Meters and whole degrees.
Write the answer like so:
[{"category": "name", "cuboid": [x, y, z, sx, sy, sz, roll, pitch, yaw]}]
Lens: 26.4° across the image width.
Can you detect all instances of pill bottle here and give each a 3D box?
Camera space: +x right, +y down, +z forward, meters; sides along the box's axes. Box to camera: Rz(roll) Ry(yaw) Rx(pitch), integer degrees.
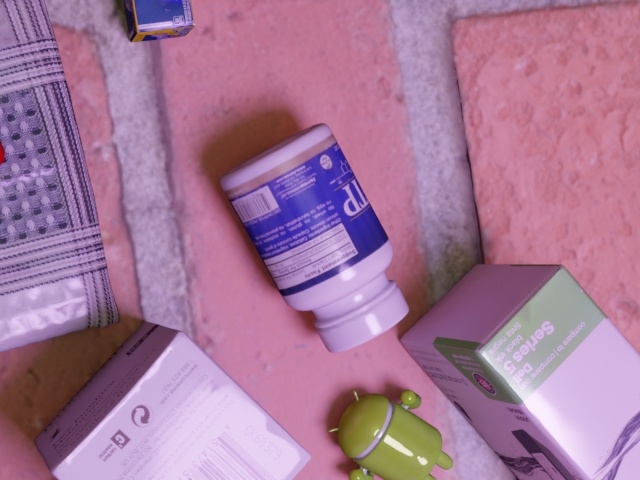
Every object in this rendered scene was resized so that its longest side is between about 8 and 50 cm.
[{"category": "pill bottle", "cuboid": [0.000, 0.000, 1.224, 0.112, 0.112, 0.186, -30, 98, -15]}]

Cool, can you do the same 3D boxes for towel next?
[{"category": "towel", "cuboid": [-0.357, -0.041, 1.150, 0.324, 0.056, 0.312, -13, 92, -16]}]

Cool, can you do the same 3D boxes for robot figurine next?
[{"category": "robot figurine", "cuboid": [0.065, 0.186, 1.263, 0.115, 0.067, 0.101, 33, 88, -13]}]

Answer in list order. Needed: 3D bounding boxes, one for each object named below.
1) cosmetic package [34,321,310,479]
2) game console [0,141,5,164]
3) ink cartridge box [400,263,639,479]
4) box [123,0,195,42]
[{"category": "cosmetic package", "cuboid": [-0.129, 0.174, 1.144, 0.151, 0.184, 0.151, 45, 78, -12]}, {"category": "game console", "cuboid": [-0.354, -0.101, 1.129, 0.144, 0.085, 0.124, -25, 124, -17]}, {"category": "ink cartridge box", "cuboid": [0.226, 0.156, 1.242, 0.115, 0.198, 0.273, -43, 100, -13]}, {"category": "box", "cuboid": [-0.153, -0.264, 1.212, 0.054, 0.059, 0.169, -10, 91, -14]}]
